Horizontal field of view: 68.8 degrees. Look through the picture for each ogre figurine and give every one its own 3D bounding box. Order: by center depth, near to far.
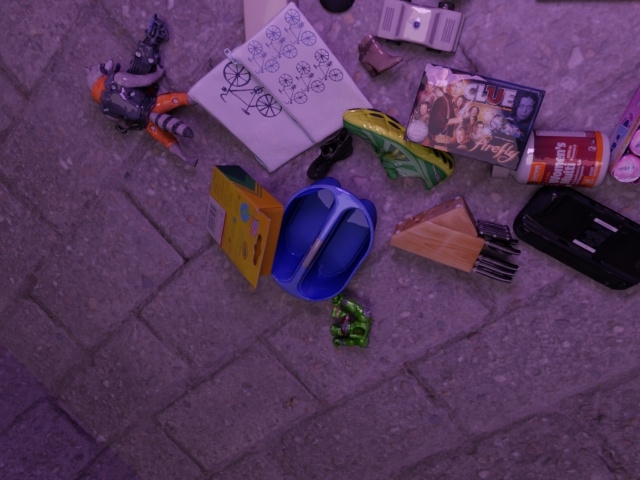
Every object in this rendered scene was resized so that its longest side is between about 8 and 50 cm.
[{"bbox_3d":[0.089,0.244,1.351,0.118,0.096,0.197,15,106,23],"label":"ogre figurine"}]

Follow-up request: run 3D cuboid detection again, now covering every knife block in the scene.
[{"bbox_3d":[0.346,0.025,1.178,0.275,0.088,0.242,-24,103,24],"label":"knife block"}]

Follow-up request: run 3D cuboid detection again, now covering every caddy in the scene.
[{"bbox_3d":[0.000,0.000,1.224,0.241,0.179,0.341,31,118,1],"label":"caddy"}]

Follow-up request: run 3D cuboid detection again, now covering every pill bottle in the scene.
[{"bbox_3d":[0.494,-0.181,1.024,0.221,0.121,0.121,5,114,15],"label":"pill bottle"}]

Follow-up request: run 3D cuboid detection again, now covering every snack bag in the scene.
[{"bbox_3d":[-0.097,-0.331,1.102,0.342,0.037,0.323,-26,135,25],"label":"snack bag"}]

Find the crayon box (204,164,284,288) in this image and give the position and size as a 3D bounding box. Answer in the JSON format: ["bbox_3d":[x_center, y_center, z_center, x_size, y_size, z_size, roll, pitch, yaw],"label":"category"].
[{"bbox_3d":[-0.195,-0.044,1.221,0.318,0.081,0.202,43,128,42],"label":"crayon box"}]

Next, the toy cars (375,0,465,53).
[{"bbox_3d":[0.272,-0.383,1.023,0.176,0.087,0.394,-33,100,26],"label":"toy cars"}]

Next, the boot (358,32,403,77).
[{"bbox_3d":[0.128,-0.422,1.050,0.118,0.042,0.087,-5,112,56],"label":"boot"}]

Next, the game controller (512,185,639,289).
[{"bbox_3d":[0.623,-0.005,1.088,0.319,0.067,0.167,29,122,3],"label":"game controller"}]

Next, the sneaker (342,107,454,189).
[{"bbox_3d":[0.173,-0.209,1.105,0.295,0.109,0.124,29,124,-7],"label":"sneaker"}]

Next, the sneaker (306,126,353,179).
[{"bbox_3d":[0.017,-0.214,1.171,0.170,0.089,0.051,-32,74,23],"label":"sneaker"}]

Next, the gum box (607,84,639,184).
[{"bbox_3d":[0.657,-0.216,0.966,0.062,0.107,0.189,20,117,8],"label":"gum box"}]

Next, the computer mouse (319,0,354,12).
[{"bbox_3d":[0.007,-0.646,1.006,0.183,0.060,0.262,17,116,9],"label":"computer mouse"}]

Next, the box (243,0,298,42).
[{"bbox_3d":[-0.113,-0.519,1.079,0.113,0.094,0.275,8,114,13],"label":"box"}]

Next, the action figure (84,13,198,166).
[{"bbox_3d":[-0.441,-0.384,1.199,0.329,0.179,0.342,22,120,-4],"label":"action figure"}]

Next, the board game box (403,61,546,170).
[{"bbox_3d":[0.314,-0.258,0.975,0.243,0.042,0.165,18,104,11],"label":"board game box"}]
